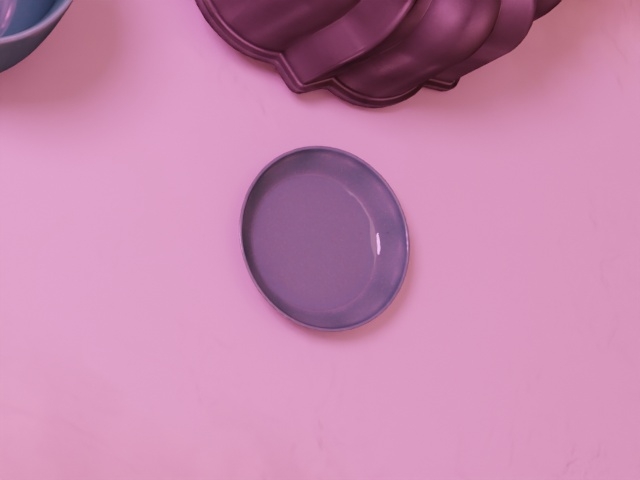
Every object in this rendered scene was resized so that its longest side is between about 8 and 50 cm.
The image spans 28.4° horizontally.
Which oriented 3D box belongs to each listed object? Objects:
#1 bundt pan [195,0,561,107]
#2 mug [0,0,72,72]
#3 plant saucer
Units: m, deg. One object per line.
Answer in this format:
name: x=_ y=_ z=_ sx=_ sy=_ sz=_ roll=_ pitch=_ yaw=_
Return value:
bundt pan: x=0.055 y=-0.255 z=0.796 sx=0.331 sy=0.124 sz=0.331 roll=2 pitch=86 yaw=-34
mug: x=-0.213 y=-0.159 z=0.689 sx=0.157 sy=0.097 sz=0.129 roll=33 pitch=67 yaw=-16
plant saucer: x=0.000 y=0.000 z=0.803 sx=0.119 sy=0.021 sz=0.119 roll=6 pitch=76 yaw=-25
